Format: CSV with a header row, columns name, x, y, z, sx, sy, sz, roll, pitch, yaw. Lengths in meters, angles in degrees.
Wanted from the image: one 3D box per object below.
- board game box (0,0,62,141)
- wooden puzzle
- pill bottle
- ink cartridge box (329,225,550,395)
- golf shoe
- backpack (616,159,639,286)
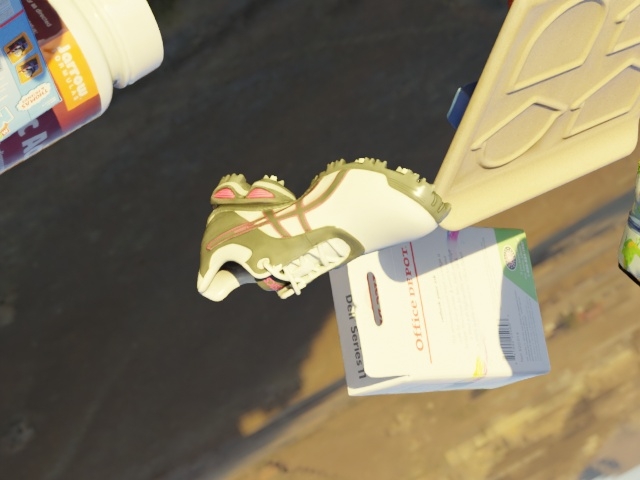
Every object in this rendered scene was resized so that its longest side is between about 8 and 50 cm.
name,x,y,z,sx,sy,sz,roll,pitch,yaw
board game box,-0.404,-0.197,1.767,0.160,0.039,0.211,-37,147,-17
wooden puzzle,0.260,-0.197,1.554,0.322,0.080,0.348,-23,146,-32
pill bottle,-0.422,-0.221,2.022,0.392,0.224,0.224,-34,171,-20
ink cartridge box,0.130,0.090,1.951,0.353,0.207,0.119,3,163,-44
golf shoe,0.000,0.000,1.392,0.272,0.120,0.105,-7,142,41
backpack,0.458,0.007,1.452,0.290,0.273,0.355,-3,-174,-32
